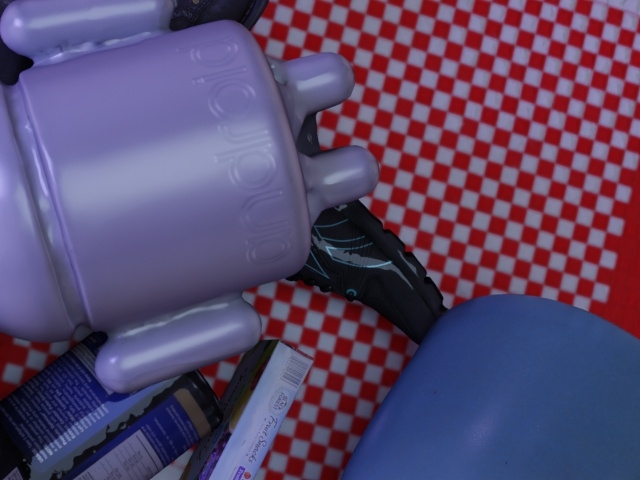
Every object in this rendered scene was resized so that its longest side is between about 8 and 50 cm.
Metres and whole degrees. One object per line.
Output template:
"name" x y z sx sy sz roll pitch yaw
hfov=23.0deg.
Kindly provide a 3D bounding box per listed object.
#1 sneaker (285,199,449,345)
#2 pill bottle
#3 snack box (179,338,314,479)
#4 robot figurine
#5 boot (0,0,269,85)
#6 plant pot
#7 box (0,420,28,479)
"sneaker" 0.000 0.000 1.324 0.106 0.101 0.267 -43 90 1
"pill bottle" -0.195 0.159 1.236 0.219 0.123 0.123 -36 94 -14
"snack box" -0.063 0.150 1.279 0.037 0.100 0.141 30 78 -11
"robot figurine" -0.140 -0.044 1.165 0.353 0.200 0.300 -17 90 -9
"boot" -0.168 -0.186 1.218 0.229 0.091 0.263 3 123 -30
"plant pot" 0.139 0.228 1.187 0.293 0.293 0.235 47 54 -5
"box" -0.399 0.131 1.113 0.318 0.097 0.395 -23 97 14
